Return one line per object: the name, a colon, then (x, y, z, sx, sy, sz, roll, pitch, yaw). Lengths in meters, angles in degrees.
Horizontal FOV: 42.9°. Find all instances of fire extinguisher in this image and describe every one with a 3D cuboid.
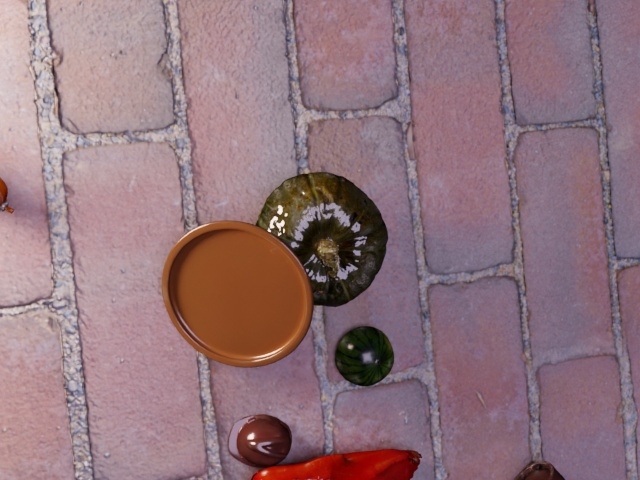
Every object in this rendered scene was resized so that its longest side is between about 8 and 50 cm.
fire extinguisher: (0.466, 0.534, 1.495, 0.105, 0.105, 0.269, -44, 102, -12)

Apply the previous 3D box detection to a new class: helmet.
helmet: (-0.093, 0.337, 1.340, 0.111, 0.057, 0.089, 9, 90, -17)

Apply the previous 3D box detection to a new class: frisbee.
frisbee: (-0.131, 0.086, 1.278, 0.251, 0.021, 0.251, 5, 111, 14)

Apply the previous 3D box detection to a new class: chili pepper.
chili pepper: (0.001, 0.407, 1.348, 0.387, 0.110, 0.110, -10, 93, -19)

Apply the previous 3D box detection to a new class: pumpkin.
pumpkin: (0.000, 0.000, 1.315, 0.224, 0.157, 0.223, -2, 103, -9)

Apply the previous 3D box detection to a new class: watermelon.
watermelon: (0.081, 0.201, 1.392, 0.105, 0.062, 0.105, -1, 95, -15)

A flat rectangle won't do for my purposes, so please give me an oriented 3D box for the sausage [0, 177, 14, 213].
sausage: (-0.551, -0.109, 1.189, 0.234, 0.071, 0.071, 36, 80, -15)
